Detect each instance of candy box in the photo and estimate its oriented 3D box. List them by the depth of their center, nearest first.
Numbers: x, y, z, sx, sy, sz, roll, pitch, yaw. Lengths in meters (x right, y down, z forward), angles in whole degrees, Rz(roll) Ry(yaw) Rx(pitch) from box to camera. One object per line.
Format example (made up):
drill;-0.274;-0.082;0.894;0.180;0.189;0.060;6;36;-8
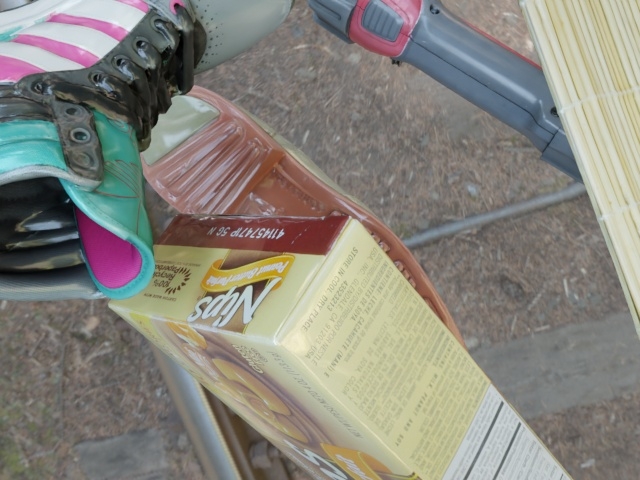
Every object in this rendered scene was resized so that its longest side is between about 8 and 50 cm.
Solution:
candy box;0.029;0.114;0.516;0.183;0.087;0.316;4;144;50

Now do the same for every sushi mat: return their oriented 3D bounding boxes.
sushi mat;0.199;-0.091;0.467;0.152;0.019;0.316;-20;89;-31

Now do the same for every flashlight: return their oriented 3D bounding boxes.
flashlight;0.137;-0.162;0.671;0.304;0.103;0.103;34;86;9

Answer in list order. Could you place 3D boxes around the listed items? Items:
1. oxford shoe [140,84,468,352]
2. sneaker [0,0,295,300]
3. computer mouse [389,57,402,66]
oxford shoe;0.000;0.000;0.747;0.140;0.146;0.397;-41;90;14
sneaker;-0.112;-0.064;0.416;0.296;0.123;0.178;-27;63;-15
computer mouse;0.096;-0.369;0.951;0.072;0.188;0.272;3;154;30
